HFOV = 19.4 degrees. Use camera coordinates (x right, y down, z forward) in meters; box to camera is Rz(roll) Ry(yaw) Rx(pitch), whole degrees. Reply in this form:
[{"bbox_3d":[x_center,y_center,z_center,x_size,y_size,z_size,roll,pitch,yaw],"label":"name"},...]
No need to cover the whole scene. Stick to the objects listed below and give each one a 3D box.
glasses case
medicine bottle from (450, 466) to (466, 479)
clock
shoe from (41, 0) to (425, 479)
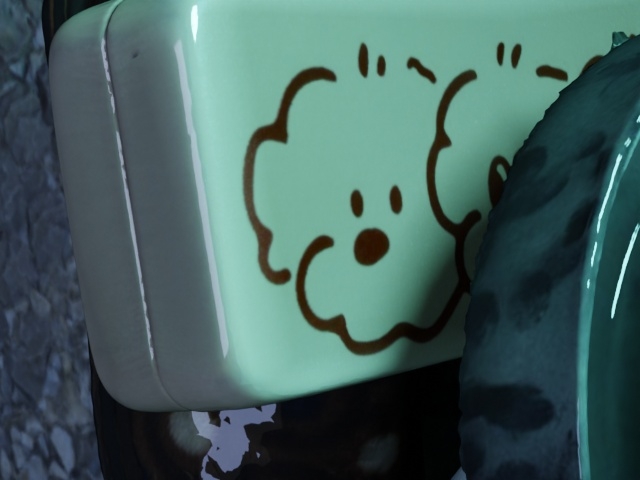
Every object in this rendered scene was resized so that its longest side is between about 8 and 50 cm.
[{"bbox_3d":[0.053,-0.030,0.720,0.076,0.336,0.144,-9,91,44],"label":"glasses case"},{"bbox_3d":[0.058,0.256,0.836,0.190,0.190,0.332,47,115,28],"label":"medicine bottle"},{"bbox_3d":[0.174,0.063,0.647,0.061,0.313,0.312,-9,91,49],"label":"clock"},{"bbox_3d":[0.000,0.000,0.890,0.237,0.171,0.384,-23,73,47],"label":"shoe"}]
